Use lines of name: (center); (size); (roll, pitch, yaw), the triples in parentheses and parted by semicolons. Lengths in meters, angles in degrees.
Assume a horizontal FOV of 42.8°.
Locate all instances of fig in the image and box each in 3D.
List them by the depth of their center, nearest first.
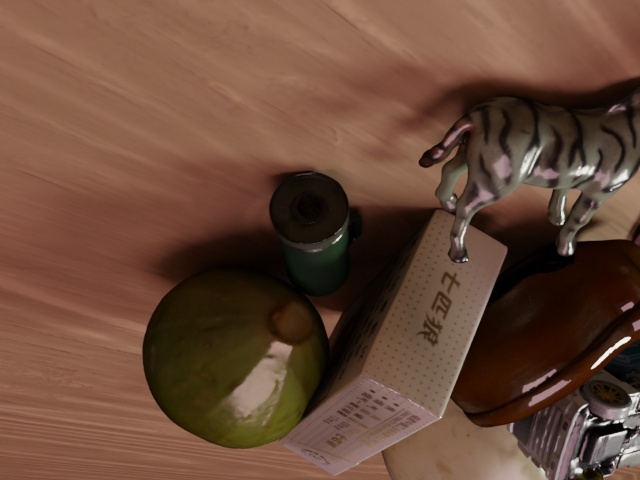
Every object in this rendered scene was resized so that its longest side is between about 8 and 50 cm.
fig: (-0.087, 0.133, 0.905); (0.207, 0.207, 0.230); (14, -179, -34)

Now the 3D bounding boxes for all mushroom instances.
mushroom: (0.261, 0.284, 1.310); (0.314, 0.314, 0.336); (-18, -178, 28)

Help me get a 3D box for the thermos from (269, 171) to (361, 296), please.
thermos: (-0.005, 0.001, 0.827); (0.073, 0.083, 0.187); (18, 159, 10)

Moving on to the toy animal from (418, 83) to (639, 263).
toy animal: (0.212, -0.060, 0.689); (0.255, 0.090, 0.170); (-12, 136, -2)

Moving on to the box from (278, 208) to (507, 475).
box: (0.070, 0.130, 0.933); (0.095, 0.210, 0.330); (31, 150, -3)

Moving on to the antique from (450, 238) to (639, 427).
antique: (0.245, 0.098, 0.920); (0.278, 0.129, 0.223); (-40, 178, 34)

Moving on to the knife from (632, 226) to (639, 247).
knife: (0.376, -0.034, 0.858); (0.035, 0.018, 0.247); (-4, 157, -6)

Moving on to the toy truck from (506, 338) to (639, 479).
toy truck: (0.417, 0.207, 1.079); (0.367, 0.175, 0.146); (-4, 115, -29)
